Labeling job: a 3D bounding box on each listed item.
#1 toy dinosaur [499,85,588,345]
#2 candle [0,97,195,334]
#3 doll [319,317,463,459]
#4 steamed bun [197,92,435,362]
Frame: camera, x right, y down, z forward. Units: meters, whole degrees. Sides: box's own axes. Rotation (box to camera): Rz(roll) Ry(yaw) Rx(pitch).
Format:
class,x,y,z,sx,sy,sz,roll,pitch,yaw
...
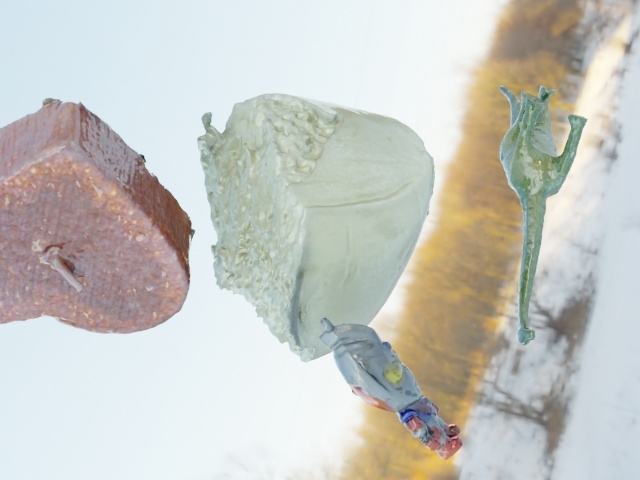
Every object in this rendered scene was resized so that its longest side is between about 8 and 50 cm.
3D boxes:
class,x,y,z,sx,sy,sz,roll,pitch,yaw
toy dinosaur,0.305,-0.068,1.633,0.447,0.087,0.300,-96,15,-68
candle,-0.285,-0.013,1.207,0.131,0.317,0.287,-101,26,-46
doll,0.069,0.146,1.109,0.062,0.195,0.104,-39,13,32
steamed bun,0.000,0.000,1.302,0.290,0.274,0.272,104,158,-47
